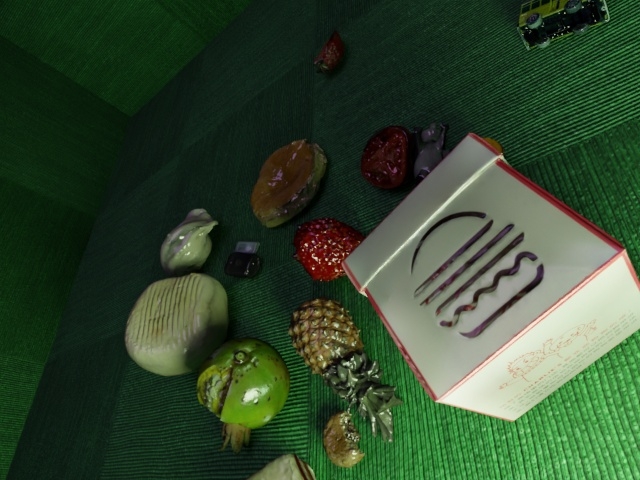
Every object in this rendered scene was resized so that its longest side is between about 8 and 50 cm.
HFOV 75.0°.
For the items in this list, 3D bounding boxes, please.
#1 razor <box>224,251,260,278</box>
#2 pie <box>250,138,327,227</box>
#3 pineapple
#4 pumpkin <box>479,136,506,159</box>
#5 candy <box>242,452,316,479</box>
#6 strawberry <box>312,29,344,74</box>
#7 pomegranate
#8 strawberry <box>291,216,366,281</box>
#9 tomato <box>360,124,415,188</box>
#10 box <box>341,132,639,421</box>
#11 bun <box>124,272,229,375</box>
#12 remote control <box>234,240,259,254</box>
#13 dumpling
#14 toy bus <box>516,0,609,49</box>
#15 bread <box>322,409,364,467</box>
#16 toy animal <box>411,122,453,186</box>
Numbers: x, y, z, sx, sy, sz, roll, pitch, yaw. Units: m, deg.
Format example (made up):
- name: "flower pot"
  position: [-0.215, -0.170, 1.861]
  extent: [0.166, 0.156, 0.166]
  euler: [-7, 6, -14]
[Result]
- name: "razor"
  position: [-0.265, 0.085, 1.429]
  extent: [0.148, 0.054, 0.090]
  euler: [2, 68, 44]
- name: "pie"
  position: [-0.116, -0.204, 1.442]
  extent: [0.340, 0.083, 0.339]
  euler: [-27, 48, 34]
- name: "pineapple"
  position: [0.055, 0.284, 0.927]
  extent: [0.169, 0.169, 0.340]
  euler: [-47, 48, 12]
- name: "pumpkin"
  position: [0.342, -0.127, 0.922]
  extent: [0.119, 0.107, 0.183]
  euler: [11, 66, 40]
- name: "candy"
  position: [-0.047, 0.602, 0.805]
  extent: [0.179, 0.135, 0.320]
  euler: [-37, 40, -6]
- name: "strawberry"
  position: [0.039, -0.713, 1.601]
  extent: [0.140, 0.085, 0.192]
  euler: [-49, 18, 33]
- name: "pomegranate"
  position: [-0.198, 0.400, 1.075]
  extent: [0.236, 0.236, 0.301]
  euler: [34, 125, 49]
- name: "strawberry"
  position: [0.030, 0.019, 1.101]
  extent: [0.202, 0.186, 0.184]
  euler: [-7, 33, 11]
- name: "tomato"
  position: [0.192, -0.227, 1.135]
  extent: [0.174, 0.082, 0.166]
  euler: [17, 112, 50]
- name: "box"
  position: [0.285, 0.076, 0.697]
  extent: [0.314, 0.312, 0.300]
  euler: [-46, 44, 15]
- name: "bun"
  position: [-0.457, 0.276, 1.385]
  extent: [0.361, 0.213, 0.361]
  euler: [-8, 49, 10]
- name: "remote control"
  position: [-0.265, 0.026, 1.494]
  extent: [0.125, 0.018, 0.053]
  euler: [0, 65, 44]
- name: "dumpling"
  position: [-0.543, 0.012, 1.648]
  extent: [0.318, 0.187, 0.243]
  euler: [-54, 44, 10]
- name: "toy bus"
  position: [0.562, -0.530, 0.968]
  extent: [0.175, 0.088, 0.101]
  euler: [-5, 61, 44]
- name: "bread"
  position: [0.048, 0.433, 0.901]
  extent: [0.082, 0.060, 0.113]
  euler: [-39, 42, 20]
- name: "toy animal"
  position: [0.276, -0.205, 1.033]
  extent: [0.094, 0.121, 0.225]
  euler: [-4, 59, 9]
